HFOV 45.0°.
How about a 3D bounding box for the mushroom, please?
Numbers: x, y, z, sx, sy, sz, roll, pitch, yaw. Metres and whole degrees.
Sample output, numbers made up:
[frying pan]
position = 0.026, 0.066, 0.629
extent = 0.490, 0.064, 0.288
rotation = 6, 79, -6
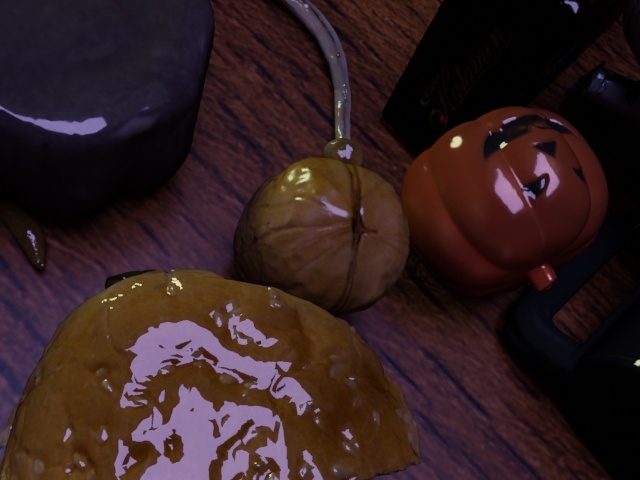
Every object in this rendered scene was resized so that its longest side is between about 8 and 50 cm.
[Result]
[mushroom]
position = -0.010, -0.203, 0.843
extent = 0.068, 0.043, 0.306
rotation = 3, 59, -43

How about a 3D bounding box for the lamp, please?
[lamp]
position = 0.172, -0.026, 0.716
extent = 0.188, 0.187, 0.163
rotation = -14, 66, -22

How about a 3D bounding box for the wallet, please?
[wallet]
position = 0.401, -0.139, 0.866
extent = 0.231, 0.069, 0.170
rotation = 28, 19, 5

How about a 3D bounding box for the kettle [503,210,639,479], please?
[kettle]
position = 0.373, 0.071, 0.725
extent = 0.308, 0.203, 0.262
rotation = -34, 80, -24

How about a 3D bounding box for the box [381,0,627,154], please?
[box]
position = 0.261, -0.272, 0.826
extent = 0.116, 0.264, 0.415
rotation = 43, 59, 7

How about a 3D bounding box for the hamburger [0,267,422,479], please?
[hamburger]
position = -0.103, 0.114, 0.584
extent = 0.330, 0.162, 0.208
rotation = -13, 70, -16

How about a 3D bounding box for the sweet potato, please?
[sweet potato]
position = -0.270, -0.022, 0.682
extent = 0.026, 0.026, 0.115
rotation = -31, 74, -27

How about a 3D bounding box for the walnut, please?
[walnut]
position = 0.000, 0.000, 0.668
extent = 0.144, 0.180, 0.144
rotation = 4, 83, -29

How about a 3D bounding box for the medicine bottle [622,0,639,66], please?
[medicine bottle]
position = 0.393, -0.133, 0.692
extent = 0.157, 0.157, 0.288
rotation = 2, 55, -15

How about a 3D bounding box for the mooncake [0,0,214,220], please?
[mooncake]
position = -0.247, -0.164, 0.677
extent = 0.306, 0.154, 0.306
rotation = 8, 56, -12
